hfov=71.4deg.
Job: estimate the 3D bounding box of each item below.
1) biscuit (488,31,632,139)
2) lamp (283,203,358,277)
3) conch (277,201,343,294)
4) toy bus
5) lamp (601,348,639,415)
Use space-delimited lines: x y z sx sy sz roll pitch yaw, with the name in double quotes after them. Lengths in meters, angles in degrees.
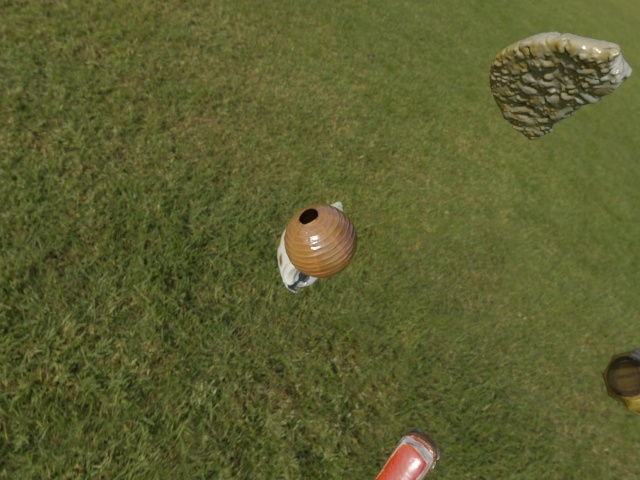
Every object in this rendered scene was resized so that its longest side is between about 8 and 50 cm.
0.303 -0.219 0.620 0.141 0.038 0.290 32 1 4 "biscuit"
0.000 0.000 0.801 0.136 0.136 0.136 16 46 -18 "lamp"
-0.016 0.002 1.184 0.275 0.183 0.149 -34 70 -20 "conch"
0.142 0.433 0.810 0.079 0.174 0.077 34 2 29 "toy bus"
0.826 0.364 1.123 0.185 0.161 0.161 23 44 -19 "lamp"
